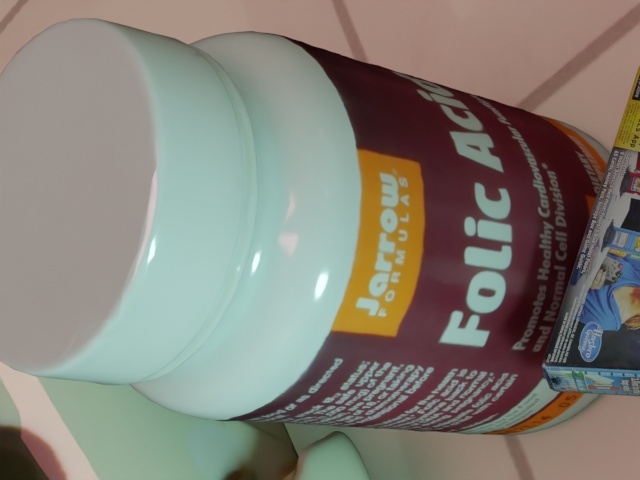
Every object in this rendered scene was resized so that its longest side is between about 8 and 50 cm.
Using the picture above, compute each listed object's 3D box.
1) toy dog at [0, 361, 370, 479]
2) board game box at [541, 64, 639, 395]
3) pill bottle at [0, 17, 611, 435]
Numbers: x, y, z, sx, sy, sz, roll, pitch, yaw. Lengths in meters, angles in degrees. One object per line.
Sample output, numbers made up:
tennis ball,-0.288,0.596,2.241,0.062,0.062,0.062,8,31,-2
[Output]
toy dog,-0.112,0.200,1.005,0.284,0.395,0.408,-35,50,27
board game box,0.248,0.016,0.851,0.194,0.060,0.194,16,75,19
pill bottle,0.000,0.000,0.906,0.224,0.392,0.224,-10,76,45
